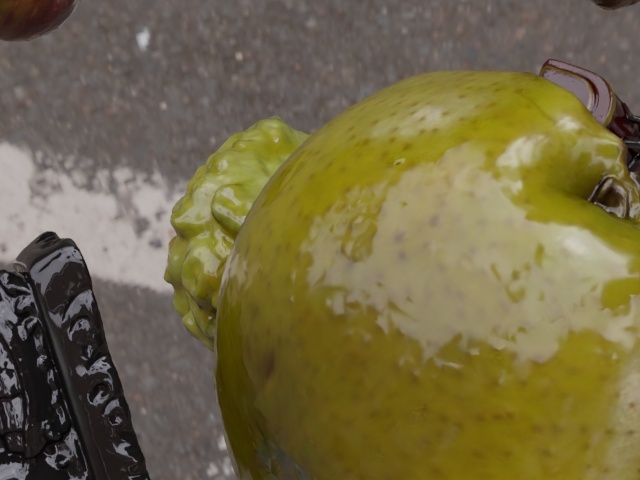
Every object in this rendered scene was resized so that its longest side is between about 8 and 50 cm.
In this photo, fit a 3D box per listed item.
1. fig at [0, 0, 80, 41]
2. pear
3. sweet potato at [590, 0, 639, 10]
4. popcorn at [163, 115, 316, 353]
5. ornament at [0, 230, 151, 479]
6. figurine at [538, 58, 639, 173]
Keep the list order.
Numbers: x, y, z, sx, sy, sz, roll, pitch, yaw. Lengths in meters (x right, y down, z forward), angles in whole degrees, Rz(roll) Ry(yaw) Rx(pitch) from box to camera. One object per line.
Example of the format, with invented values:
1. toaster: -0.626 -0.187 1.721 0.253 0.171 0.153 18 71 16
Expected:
1. fig: -0.282 -0.290 1.494 0.175 0.175 0.207 36 115 20
2. pear: 0.046 0.092 0.946 0.191 0.386 0.340 -22 64 -31
3. sweet potato: 0.207 -0.220 1.191 0.106 0.354 0.095 -14 84 28
4. popcorn: 0.000 0.000 1.358 0.286 0.174 0.225 -11 50 -34
5. ornament: -0.260 0.138 1.149 0.260 0.106 0.251 -19 100 -23
6. figurine: 0.238 -0.078 1.330 0.098 0.154 0.082 3 68 37
